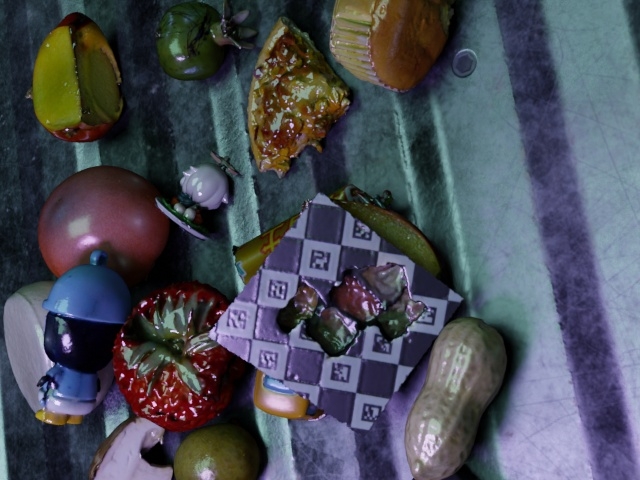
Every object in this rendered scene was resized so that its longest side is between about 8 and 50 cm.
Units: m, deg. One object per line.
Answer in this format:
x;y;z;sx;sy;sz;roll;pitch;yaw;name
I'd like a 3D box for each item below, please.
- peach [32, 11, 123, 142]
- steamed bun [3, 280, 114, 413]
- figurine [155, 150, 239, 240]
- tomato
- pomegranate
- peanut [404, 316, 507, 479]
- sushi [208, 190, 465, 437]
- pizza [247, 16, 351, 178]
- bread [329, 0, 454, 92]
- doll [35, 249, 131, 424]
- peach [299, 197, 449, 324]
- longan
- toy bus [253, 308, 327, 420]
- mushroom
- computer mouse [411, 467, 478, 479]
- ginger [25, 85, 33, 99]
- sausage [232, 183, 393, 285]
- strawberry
-0.506;-0.328;2.073;0.153;0.158;0.268;-17;77;23;peach
-0.502;0.212;1.989;0.283;0.177;0.283;27;125;49;steamed bun
-0.216;-0.093;1.872;0.132;0.132;0.154;39;94;33;figurine
-0.419;-0.019;1.936;0.255;0.224;0.256;-25;47;30;tomato
-0.219;-0.379;1.889;0.191;0.131;0.152;-2;81;29;pomegranate
0.201;0.240;1.502;0.123;0.123;0.257;17;85;36;peanut
0.027;0.115;1.569;0.294;0.059;0.292;36;102;-2;sushi
-0.043;-0.254;1.771;0.228;0.081;0.290;11;90;37;pizza
0.125;-0.366;1.601;0.133;0.179;0.250;23;91;44;bread
-0.430;0.169;1.793;0.141;0.177;0.314;14;88;27;doll
0.079;0.025;1.599;0.189;0.068;0.279;-42;100;18;peach
-0.181;0.387;1.778;0.154;0.176;0.145;4;130;14;longan
-0.041;0.198;1.668;0.126;0.136;0.210;11;91;16;toy bus
-0.380;0.448;1.931;0.151;0.156;0.286;27;102;64;mushroom
0.228;0.445;1.489;0.138;0.086;0.269;-54;42;6;computer mouse
-0.598;-0.324;2.216;0.137;0.044;0.058;22;116;38;ginger
0.001;0.002;1.688;0.317;0.117;0.125;-28;77;31;sausage
-0.248;0.210;1.808;0.260;0.258;0.261;-2;73;7;strawberry
